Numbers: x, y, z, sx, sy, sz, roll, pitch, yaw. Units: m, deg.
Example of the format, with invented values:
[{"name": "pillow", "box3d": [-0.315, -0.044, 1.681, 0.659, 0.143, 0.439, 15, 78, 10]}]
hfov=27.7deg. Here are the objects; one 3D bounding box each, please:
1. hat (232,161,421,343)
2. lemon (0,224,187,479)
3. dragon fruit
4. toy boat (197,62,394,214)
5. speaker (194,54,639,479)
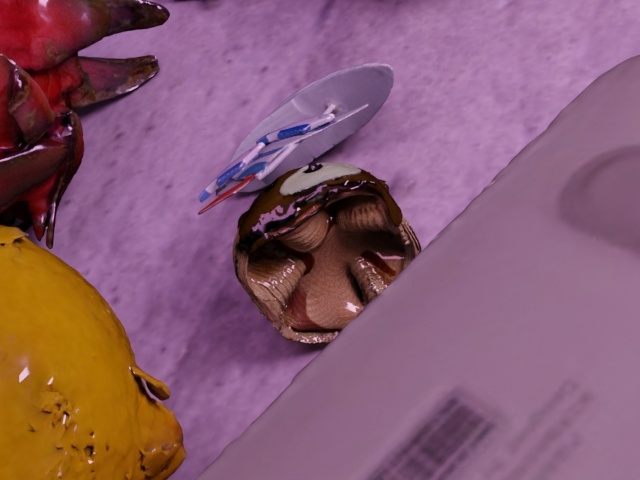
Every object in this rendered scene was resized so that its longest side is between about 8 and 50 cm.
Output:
[{"name": "hat", "box3d": [0.000, -0.001, 0.584, 0.077, 0.076, 0.059, -32, 31, 6]}, {"name": "lemon", "box3d": [-0.159, 0.077, 0.533, 0.206, 0.173, 0.173, -2, 46, -3]}, {"name": "dragon fruit", "box3d": [-0.215, -0.092, 0.706, 0.274, 0.193, 0.192, -23, 37, -6]}, {"name": "toy boat", "box3d": [-0.021, -0.039, 0.633, 0.105, 0.034, 0.149, -28, 16, 48]}, {"name": "speaker", "box3d": [0.065, 0.125, 0.363, 0.406, 0.183, 0.184, -45, 39, -15]}]
